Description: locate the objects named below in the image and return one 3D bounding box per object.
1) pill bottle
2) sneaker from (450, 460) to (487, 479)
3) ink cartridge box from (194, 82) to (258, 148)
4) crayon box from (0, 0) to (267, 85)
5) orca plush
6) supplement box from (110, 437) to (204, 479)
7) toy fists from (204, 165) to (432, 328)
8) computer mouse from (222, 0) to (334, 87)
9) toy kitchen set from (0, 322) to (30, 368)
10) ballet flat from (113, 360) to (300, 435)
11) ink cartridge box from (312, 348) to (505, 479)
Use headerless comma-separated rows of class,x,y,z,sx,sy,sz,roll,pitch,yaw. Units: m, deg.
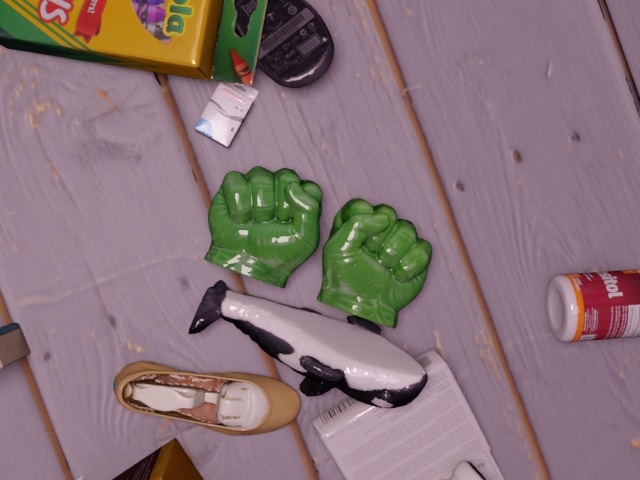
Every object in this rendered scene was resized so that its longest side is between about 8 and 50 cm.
pill bottle,0.370,0.081,1.081,0.151,0.086,0.086,-4,91,-6
sneaker,0.221,0.413,1.057,0.123,0.106,0.290,-32,98,-3
ink cartridge box,-0.115,-0.162,1.066,0.048,0.028,0.083,28,88,-5
crayon box,-0.220,-0.308,1.002,0.318,0.081,0.202,9,89,6
orca plush,-0.021,0.151,1.036,0.287,0.151,0.102,14,113,0
supplement box,-0.219,0.352,0.982,0.194,0.191,0.129,-33,93,-4
toy fists,0.000,0.000,1.046,0.279,0.096,0.142,20,88,-3
computer mouse,-0.051,-0.319,1.058,0.184,0.060,0.262,-42,82,1
toy kitchen set,-0.477,0.102,0.992,0.207,0.122,0.166,-22,92,-4
ballet flat,-0.138,0.199,1.046,0.232,0.073,0.080,7,90,-5
ink cartridge box,0.120,0.275,1.091,0.181,0.056,0.225,-30,112,-4
